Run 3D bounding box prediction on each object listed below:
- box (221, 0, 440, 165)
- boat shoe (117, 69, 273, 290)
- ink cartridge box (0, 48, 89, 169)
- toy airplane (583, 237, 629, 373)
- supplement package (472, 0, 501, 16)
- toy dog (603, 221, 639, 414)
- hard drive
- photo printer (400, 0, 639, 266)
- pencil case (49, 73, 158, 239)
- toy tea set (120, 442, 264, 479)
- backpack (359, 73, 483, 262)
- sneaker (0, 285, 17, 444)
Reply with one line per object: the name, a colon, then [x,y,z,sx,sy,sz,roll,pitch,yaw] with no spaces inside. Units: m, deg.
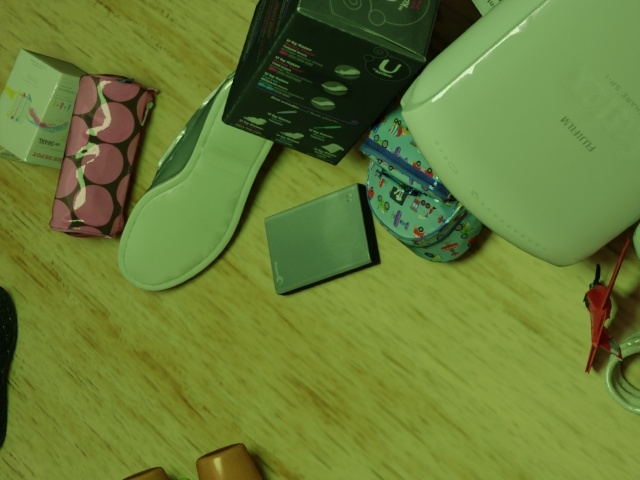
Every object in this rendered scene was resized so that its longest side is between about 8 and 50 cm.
box: [0.016,-0.218,1.662,0.270,0.143,0.165,134,154,-63]
boat shoe: [-0.136,-0.077,1.900,0.319,0.116,0.099,-56,12,23]
ink cartridge box: [-0.356,-0.159,2.055,0.090,0.092,0.143,31,102,35]
toy airplane: [0.271,0.076,1.542,0.028,0.151,0.151,11,88,-2]
supplement package: [0.274,-0.299,1.591,0.244,0.139,0.134,-41,62,23]
toy dog: [0.385,0.098,1.428,0.333,0.161,0.220,27,98,36]
hard drive: [0.000,0.000,1.812,0.135,0.022,0.094,-20,71,32]
photo printer: [0.249,-0.133,1.515,0.307,0.256,0.107,-39,20,20]
pencil case: [-0.272,-0.104,1.991,0.095,0.098,0.209,-160,83,-78]
toy tea set: [-0.213,0.340,1.820,0.336,0.200,0.124,-20,90,30]
backpack: [0.115,-0.071,1.683,0.158,0.117,0.173,41,108,34]
sneaker: [-0.465,0.170,2.082,0.097,0.084,0.235,1,83,37]
